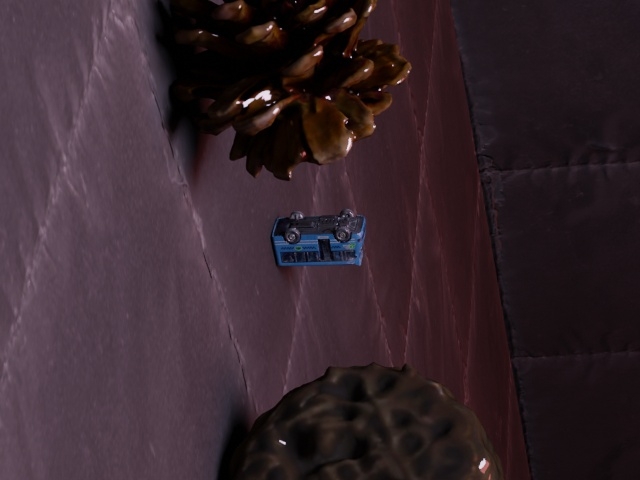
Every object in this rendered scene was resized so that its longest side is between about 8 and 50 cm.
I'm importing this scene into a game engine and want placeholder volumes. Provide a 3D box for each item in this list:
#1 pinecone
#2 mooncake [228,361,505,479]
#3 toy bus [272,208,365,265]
[{"bbox_3d":[-0.031,-0.146,1.376,0.150,0.179,0.195,-23,104,-46],"label":"pinecone"},{"bbox_3d":[0.036,0.202,1.444,0.124,0.228,0.228,74,17,-55],"label":"mooncake"},{"bbox_3d":[0.000,0.000,1.684,0.038,0.083,0.046,-75,161,-59],"label":"toy bus"}]
